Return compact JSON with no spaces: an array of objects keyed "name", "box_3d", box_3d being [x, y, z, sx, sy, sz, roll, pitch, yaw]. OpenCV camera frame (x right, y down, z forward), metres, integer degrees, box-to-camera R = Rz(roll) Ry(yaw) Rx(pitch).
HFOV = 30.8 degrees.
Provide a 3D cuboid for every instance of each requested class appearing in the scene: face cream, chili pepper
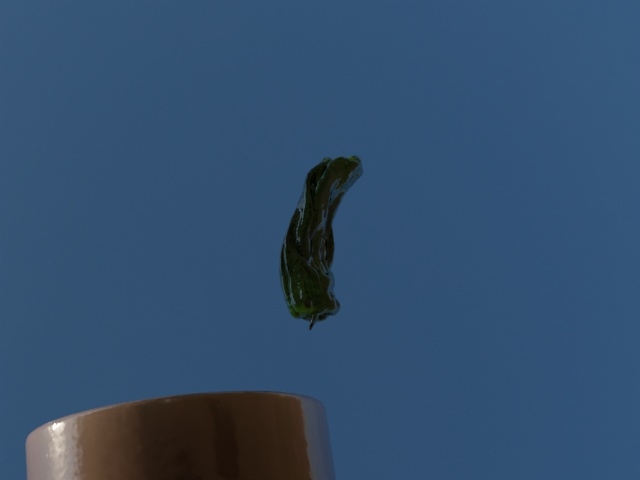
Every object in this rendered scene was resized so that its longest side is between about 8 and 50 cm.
[{"name":"face cream","box_3d":[-0.063,0.139,0.558,0.149,0.149,0.104,0,-110,-24]},{"name":"chili pepper","box_3d":[-0.001,-0.001,0.580,0.034,0.030,0.091,10,-101,-1]}]
